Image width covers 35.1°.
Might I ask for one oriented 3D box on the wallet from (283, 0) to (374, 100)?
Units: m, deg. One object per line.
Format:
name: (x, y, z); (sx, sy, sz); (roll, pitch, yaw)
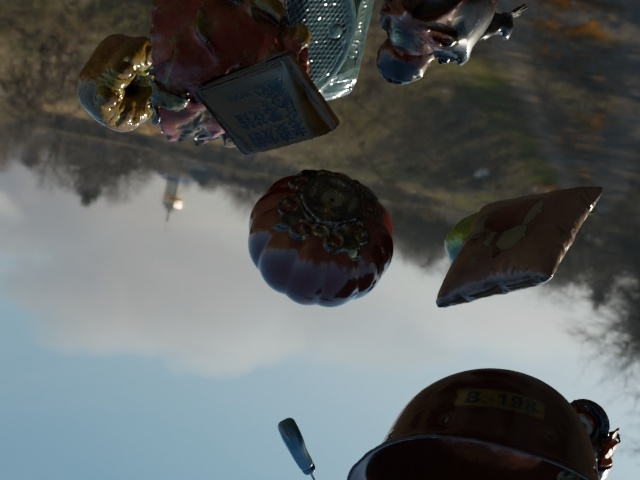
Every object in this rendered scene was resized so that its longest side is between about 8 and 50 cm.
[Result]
wallet: (0.014, -0.438, 2.075); (0.237, 0.342, 0.075); (-17, -140, -42)

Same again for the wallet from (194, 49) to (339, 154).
wallet: (-0.085, -0.212, 1.611); (0.195, 0.042, 0.161); (-11, 136, 33)

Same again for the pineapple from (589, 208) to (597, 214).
pineapple: (0.428, -0.053, 1.736); (0.083, 0.019, 0.045); (-13, -144, 6)

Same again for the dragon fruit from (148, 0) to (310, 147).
dragon fruit: (-0.145, -0.327, 1.765); (0.262, 0.314, 0.296); (-1, 166, 6)

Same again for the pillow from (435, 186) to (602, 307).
pillow: (0.302, 0.005, 1.559); (0.223, 0.236, 0.084); (-13, 122, 47)

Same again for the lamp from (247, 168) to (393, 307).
lamp: (0.000, 0.000, 1.545); (0.227, 0.227, 0.227); (11, -177, -1)

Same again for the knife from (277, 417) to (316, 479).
knife: (-0.013, 0.377, 1.629); (0.032, 0.244, 0.058); (-30, -148, -10)

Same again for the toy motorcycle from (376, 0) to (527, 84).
toy motorcycle: (0.164, -0.292, 1.215); (0.134, 0.207, 0.401); (30, -153, 11)

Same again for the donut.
donut: (-0.445, -0.358, 2.297); (0.113, 0.227, 0.226); (24, -171, 26)

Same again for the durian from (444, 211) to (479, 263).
durian: (0.290, 0.022, 1.809); (0.101, 0.139, 0.250); (-33, -169, -18)

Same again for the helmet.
helmet: (0.253, 0.318, 1.561); (0.385, 0.337, 0.230); (6, -133, 14)

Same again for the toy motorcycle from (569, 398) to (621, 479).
toy motorcycle: (0.409, 0.397, 1.950); (0.325, 0.221, 0.148); (5, -173, 34)
